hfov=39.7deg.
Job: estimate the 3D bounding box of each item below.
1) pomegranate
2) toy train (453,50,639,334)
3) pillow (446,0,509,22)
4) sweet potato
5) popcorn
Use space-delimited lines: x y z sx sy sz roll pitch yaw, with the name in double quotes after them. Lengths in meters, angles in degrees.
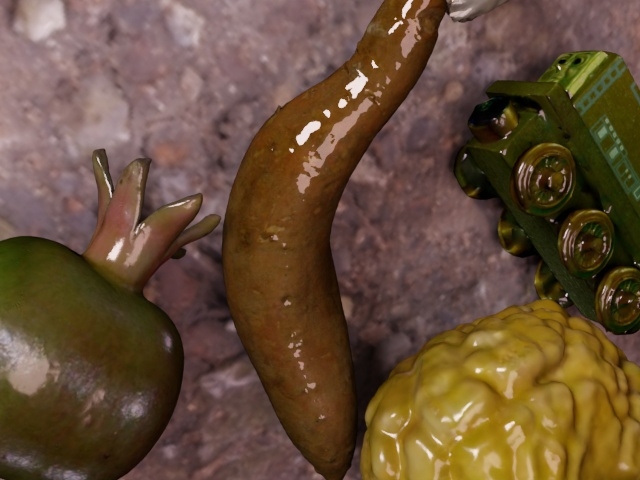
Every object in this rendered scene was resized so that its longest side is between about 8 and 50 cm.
-0.142 0.044 0.510 0.152 0.131 0.191 33 75 -27 "pomegranate"
0.195 -0.034 0.635 0.137 0.090 0.225 -45 118 -10 "toy train"
0.078 -0.244 0.512 0.128 0.050 0.229 -50 131 -50 "pillow"
-0.006 -0.004 0.554 0.108 0.079 0.346 9 113 -4 "sweet potato"
0.115 0.142 0.619 0.200 0.203 0.226 41 51 -19 "popcorn"
